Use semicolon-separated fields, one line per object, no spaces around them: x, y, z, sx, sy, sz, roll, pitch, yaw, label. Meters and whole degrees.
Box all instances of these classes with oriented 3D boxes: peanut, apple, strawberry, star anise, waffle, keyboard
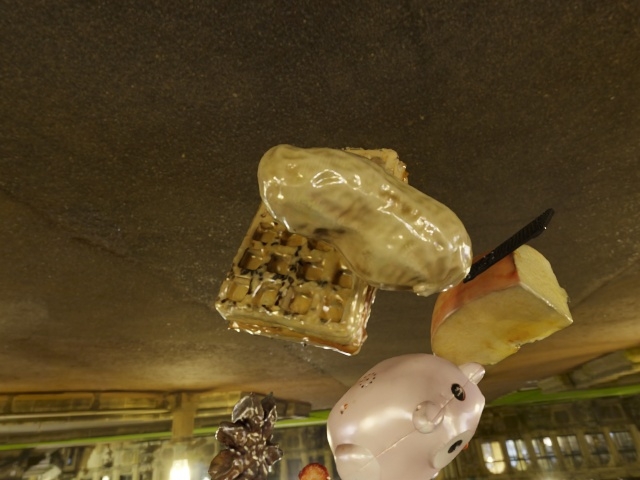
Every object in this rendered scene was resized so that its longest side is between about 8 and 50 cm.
0.062;-0.025;0.549;0.325;0.153;0.140;24;160;-19;peanut
0.414;0.169;1.000;0.309;0.252;0.314;-38;166;37;apple
-0.021;0.998;1.678;0.145;0.145;0.086;-9;138;7;strawberry
-0.197;0.586;1.163;0.108;0.315;0.315;-5;159;37;star anise
0.000;0.000;0.731;0.261;0.376;0.114;6;149;22;waffle
0.332;0.016;0.733;0.061;0.013;0.204;-42;172;-38;keyboard

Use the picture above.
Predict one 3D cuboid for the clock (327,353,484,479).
0.195;0.418;0.972;0.368;0.250;0.376;-19;151;-44;clock
